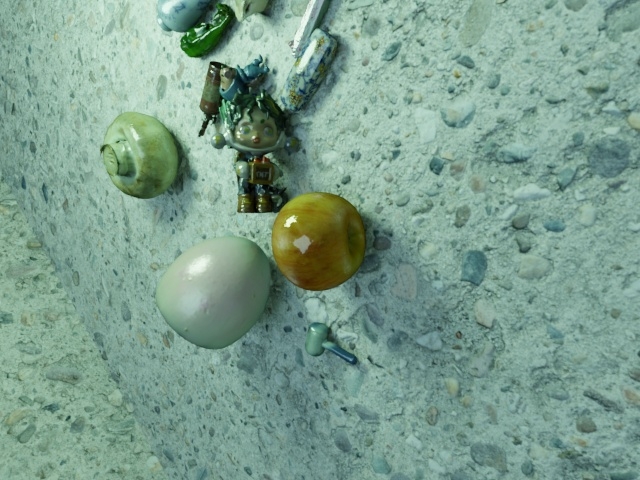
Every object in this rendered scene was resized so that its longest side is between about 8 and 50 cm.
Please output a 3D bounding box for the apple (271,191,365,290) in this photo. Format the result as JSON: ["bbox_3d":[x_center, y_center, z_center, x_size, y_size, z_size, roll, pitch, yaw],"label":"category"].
[{"bbox_3d":[0.000,0.000,1.401,0.233,0.286,0.285,3,104,33],"label":"apple"}]

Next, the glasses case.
[{"bbox_3d":[-0.038,-0.487,1.427,0.087,0.065,0.248,48,126,17],"label":"glasses case"}]

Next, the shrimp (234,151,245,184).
[{"bbox_3d":[-0.259,-0.207,1.653,0.052,0.132,0.187,-2,115,23],"label":"shrimp"}]

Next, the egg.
[{"bbox_3d":[-0.326,0.141,1.675,0.340,0.354,0.354,-47,70,18],"label":"egg"}]

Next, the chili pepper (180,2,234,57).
[{"bbox_3d":[-0.381,-0.695,1.654,0.253,0.083,0.099,-22,78,38],"label":"chili pepper"}]

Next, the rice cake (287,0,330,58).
[{"bbox_3d":[-0.021,-0.654,1.376,0.081,0.051,0.290,45,126,21],"label":"rice cake"}]

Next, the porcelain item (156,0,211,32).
[{"bbox_3d":[-0.445,-0.792,1.646,0.259,0.141,0.141,-20,89,33],"label":"porcelain item"}]

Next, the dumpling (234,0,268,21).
[{"bbox_3d":[-0.207,-0.752,1.473,0.199,0.118,0.136,-57,33,12],"label":"dumpling"}]

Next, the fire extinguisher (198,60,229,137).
[{"bbox_3d":[-0.383,-0.481,1.694,0.075,0.106,0.252,30,121,8],"label":"fire extinguisher"}]

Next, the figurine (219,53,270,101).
[{"bbox_3d":[-0.256,-0.522,1.553,0.178,0.144,0.114,-32,56,15],"label":"figurine"}]

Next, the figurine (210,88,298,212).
[{"bbox_3d":[-0.206,-0.274,1.524,0.186,0.261,0.381,8,98,62],"label":"figurine"}]

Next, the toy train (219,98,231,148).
[{"bbox_3d":[-0.290,-0.399,1.666,0.111,0.071,0.170,-12,93,49],"label":"toy train"}]

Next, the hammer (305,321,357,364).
[{"bbox_3d":[0.038,0.349,1.598,0.194,0.069,0.116,24,116,28],"label":"hammer"}]

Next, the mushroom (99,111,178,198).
[{"bbox_3d":[-0.709,-0.326,1.911,0.352,0.260,0.352,17,118,36],"label":"mushroom"}]
